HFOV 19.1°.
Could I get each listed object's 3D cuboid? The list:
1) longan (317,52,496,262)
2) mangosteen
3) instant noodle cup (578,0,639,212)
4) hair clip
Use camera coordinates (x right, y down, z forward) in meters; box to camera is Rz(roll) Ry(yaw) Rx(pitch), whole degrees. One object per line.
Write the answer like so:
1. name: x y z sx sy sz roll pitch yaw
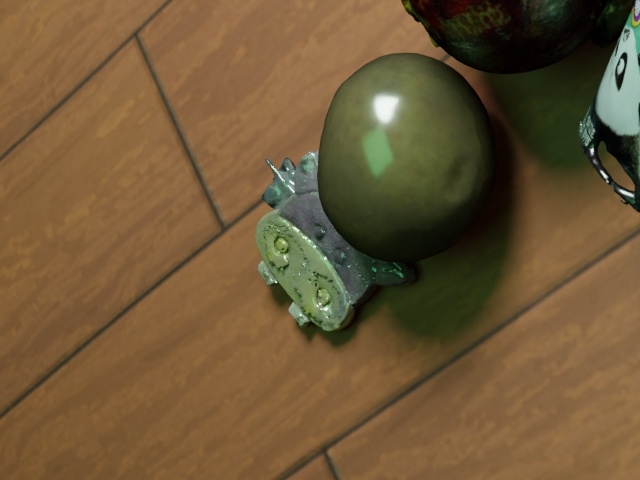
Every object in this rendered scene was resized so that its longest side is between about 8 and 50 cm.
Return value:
1. longan: 0.074 -0.071 1.689 0.189 0.189 0.189 0 89 39
2. mangosteen: 0.195 -0.261 1.581 0.289 0.231 0.231 -10 82 9
3. instant noodle cup: 0.324 -0.115 1.452 0.251 0.251 0.190 47 126 29
4. hair clip: -0.006 0.001 1.823 0.146 0.056 0.187 -47 65 36
